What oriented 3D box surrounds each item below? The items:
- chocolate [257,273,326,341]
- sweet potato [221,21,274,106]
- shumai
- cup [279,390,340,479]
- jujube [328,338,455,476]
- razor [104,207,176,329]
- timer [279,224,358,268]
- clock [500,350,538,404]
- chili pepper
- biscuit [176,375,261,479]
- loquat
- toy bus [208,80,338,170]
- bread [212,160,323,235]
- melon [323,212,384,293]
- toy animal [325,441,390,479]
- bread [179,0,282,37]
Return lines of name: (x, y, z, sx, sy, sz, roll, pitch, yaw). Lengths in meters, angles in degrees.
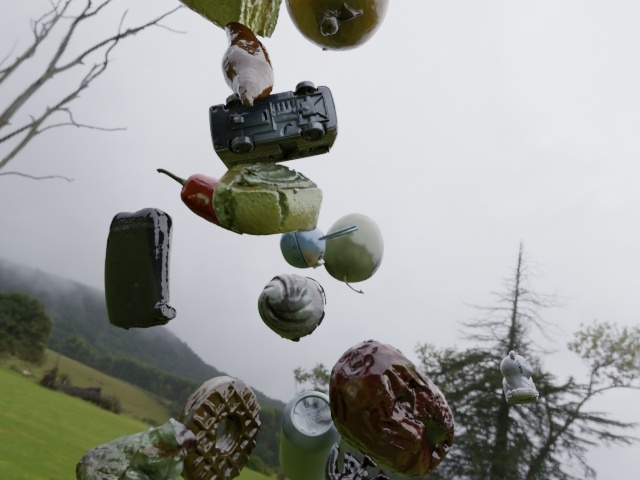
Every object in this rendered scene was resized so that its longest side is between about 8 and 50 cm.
chocolate: (-0.147, 0.269, 1.818, 0.303, 0.303, 0.213, 4, -19, 30)
sweet potato: (-0.153, -0.362, 0.878, 0.112, 0.359, 0.112, -6, -46, -6)
shumai: (-0.465, 0.541, 1.073, 0.272, 0.203, 0.222, 14, -17, 5)
cup: (-0.036, 0.653, 1.397, 0.206, 0.205, 0.312, 14, -49, 12)
jujube: (0.180, 0.433, 1.083, 0.377, 0.276, 0.276, 45, -33, -18)
razor: (-0.517, 0.079, 1.198, 0.205, 0.348, 0.113, -11, -17, 14)
timer: (-0.009, 0.020, 1.387, 0.256, 0.175, 0.175, 4, -27, 7)
clock: (0.528, 0.369, 1.120, 0.080, 0.117, 0.176, -12, -33, 19)
chili pepper: (-0.368, -0.144, 1.319, 0.338, 0.131, 0.134, 30, -50, -15)
biscuit: (-0.313, 0.590, 1.296, 0.103, 0.331, 0.332, 0, -32, 32)
loquat: (0.050, -0.734, 1.273, 0.329, 0.359, 0.328, 7, -32, 5)
toy bus: (-0.105, -0.261, 0.995, 0.290, 0.139, 0.157, -12, -17, -1)
bread: (-0.109, -0.088, 0.896, 0.186, 0.124, 0.257, 23, 22, 23)
melon: (0.129, 0.034, 1.678, 0.272, 0.308, 0.271, 15, -55, 23)
toy animal: (0.061, 0.511, 0.808, 0.116, 0.179, 0.218, -22, -70, 50)
bread: (-0.268, -0.697, 1.066, 0.375, 0.165, 0.236, 38, -42, 21)
